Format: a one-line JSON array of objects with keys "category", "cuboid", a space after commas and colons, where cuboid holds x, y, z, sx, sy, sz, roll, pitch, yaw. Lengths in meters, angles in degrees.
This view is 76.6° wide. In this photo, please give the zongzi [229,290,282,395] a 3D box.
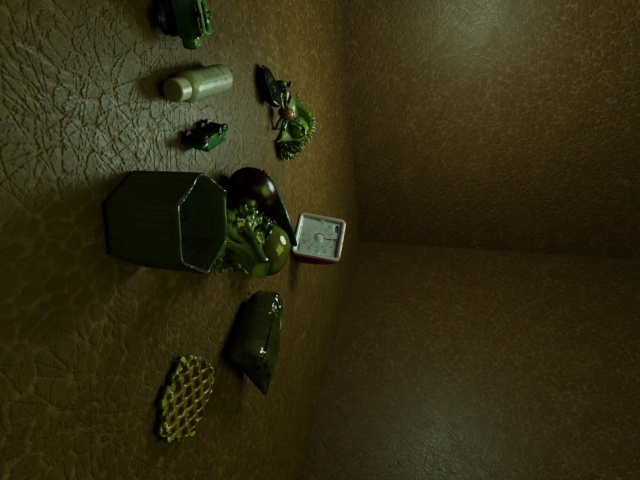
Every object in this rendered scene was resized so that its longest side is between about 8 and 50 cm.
[{"category": "zongzi", "cuboid": [-0.216, 0.404, 1.600, 0.360, 0.160, 0.323, 78, 22, -46]}]

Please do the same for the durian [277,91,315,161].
[{"category": "durian", "cuboid": [-0.128, -0.509, 1.899, 0.169, 0.157, 0.355, 35, 51, -31]}]

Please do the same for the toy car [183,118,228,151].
[{"category": "toy car", "cuboid": [-0.330, -0.297, 1.167, 0.165, 0.071, 0.062, -65, 168, -56]}]

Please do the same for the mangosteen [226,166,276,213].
[{"category": "mangosteen", "cuboid": [-0.241, -0.149, 1.363, 0.200, 0.200, 0.200, 4, 90, -76]}]

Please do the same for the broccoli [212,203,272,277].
[{"category": "broccoli", "cuboid": [-0.234, 0.009, 1.221, 0.247, 0.243, 0.263, -36, 143, -17]}]

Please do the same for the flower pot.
[{"category": "flower pot", "cuboid": [-0.343, -0.043, 0.934, 0.209, 0.190, 0.239, 80, 21, -45]}]

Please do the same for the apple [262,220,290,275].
[{"category": "apple", "cuboid": [-0.202, 0.029, 1.576, 0.188, 0.174, 0.207, -63, 169, -52]}]

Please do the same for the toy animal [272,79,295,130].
[{"category": "toy animal", "cuboid": [-0.160, -0.568, 1.709, 0.103, 0.100, 0.208, -27, 123, -72]}]

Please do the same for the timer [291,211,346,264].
[{"category": "timer", "cuboid": [0.000, 0.000, 2.165, 0.161, 0.250, 0.257, 70, 27, -58]}]

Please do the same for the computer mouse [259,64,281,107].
[{"category": "computer mouse", "cuboid": [-0.208, -0.603, 1.596, 0.099, 0.057, 0.172, -69, 146, -44]}]

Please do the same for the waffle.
[{"category": "waffle", "cuboid": [-0.389, 0.455, 1.174, 0.243, 0.059, 0.237, 61, 38, -61]}]

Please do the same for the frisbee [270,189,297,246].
[{"category": "frisbee", "cuboid": [-0.171, -0.101, 1.687, 0.289, 0.049, 0.289, 157, -90, -82]}]

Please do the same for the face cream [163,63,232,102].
[{"category": "face cream", "cuboid": [-0.331, -0.426, 1.103, 0.269, 0.082, 0.082, -61, 151, -58]}]

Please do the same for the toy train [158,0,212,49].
[{"category": "toy train", "cuboid": [-0.346, -0.629, 0.974, 0.189, 0.126, 0.307, -123, -157, -55]}]
